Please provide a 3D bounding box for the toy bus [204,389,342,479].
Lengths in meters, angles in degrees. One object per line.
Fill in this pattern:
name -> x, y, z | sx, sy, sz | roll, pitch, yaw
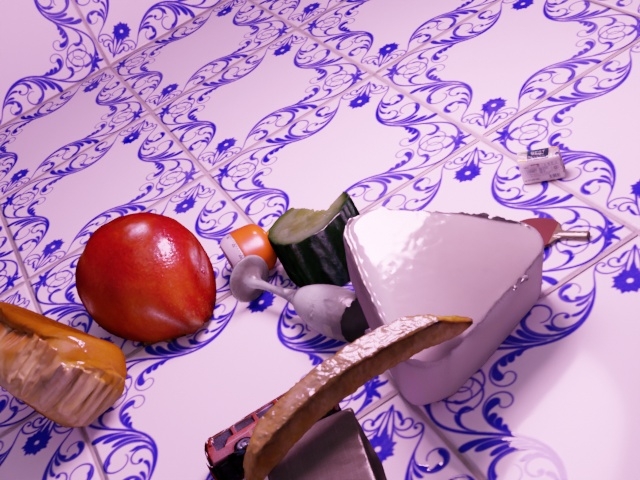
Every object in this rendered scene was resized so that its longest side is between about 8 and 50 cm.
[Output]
toy bus -> -0.080, 0.311, 1.618 | 0.235, 0.073, 0.096 | -30, 25, -7

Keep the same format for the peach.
peach -> -0.360, 0.064, 2.006 | 0.258, 0.201, 0.362 | -38, 36, -20

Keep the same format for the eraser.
eraser -> 0.170, 0.070, 1.634 | 0.331, 0.150, 0.331 | -4, 52, 5

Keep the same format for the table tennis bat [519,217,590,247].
table tennis bat -> 0.409, -0.011, 1.785 | 0.156, 0.013, 0.087 | 1, 40, 36

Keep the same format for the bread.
bread -> -0.532, 0.223, 1.899 | 0.389, 0.236, 0.183 | 22, 71, 38

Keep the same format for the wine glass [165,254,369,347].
wine glass -> -0.088, 0.167, 1.804 | 0.309, 0.096, 0.264 | 18, 59, 45

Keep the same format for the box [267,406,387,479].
box -> 0.026, 0.383, 1.375 | 0.155, 0.149, 0.231 | -25, 33, 1

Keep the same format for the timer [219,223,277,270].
timer -> -0.135, 0.015, 2.018 | 0.136, 0.099, 0.136 | -13, 48, 15

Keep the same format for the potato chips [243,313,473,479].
potato chips -> 0.043, 0.198, 1.416 | 0.407, 0.080, 0.057 | -34, 25, -15

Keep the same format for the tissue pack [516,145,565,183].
tissue pack -> 0.425, -0.146, 1.908 | 0.083, 0.062, 0.042 | -10, 42, 23

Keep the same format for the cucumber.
cucumber -> -0.007, 0.006, 1.937 | 0.191, 0.130, 0.191 | -21, 27, 11
